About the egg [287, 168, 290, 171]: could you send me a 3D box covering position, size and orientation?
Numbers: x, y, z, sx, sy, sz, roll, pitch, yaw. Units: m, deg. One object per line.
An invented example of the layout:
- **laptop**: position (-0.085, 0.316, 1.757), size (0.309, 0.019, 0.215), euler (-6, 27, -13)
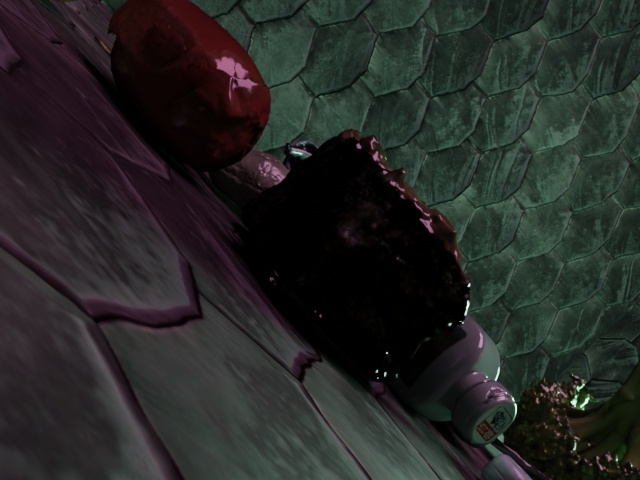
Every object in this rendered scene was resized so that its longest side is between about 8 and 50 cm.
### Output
- **egg**: position (-0.074, -0.069, 1.120), size (0.085, 0.085, 0.110), euler (45, -2, -32)

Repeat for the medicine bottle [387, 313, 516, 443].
- **medicine bottle**: position (0.129, 0.129, 0.898), size (0.083, 0.121, 0.229), euler (45, 3, -42)

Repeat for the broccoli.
- **broccoli**: position (0.420, 0.319, 1.227), size (0.249, 0.301, 0.375), euler (8, 10, -1)

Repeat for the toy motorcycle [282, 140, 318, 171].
- **toy motorcycle**: position (-0.030, -0.088, 1.404), size (0.106, 0.159, 0.270), euler (21, 12, -26)

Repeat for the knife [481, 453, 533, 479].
- **knife**: position (0.300, 0.376, 0.873), size (0.331, 0.044, 0.080), euler (50, 1, 5)

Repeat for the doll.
- **doll**: position (-0.082, -0.077, 1.019), size (0.214, 0.071, 0.103), euler (26, 12, -2)

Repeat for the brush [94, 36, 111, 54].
- **brush**: position (-0.306, -0.270, 1.335), size (0.205, 0.011, 0.083), euler (44, 4, -32)

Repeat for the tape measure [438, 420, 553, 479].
- **tape measure**: position (0.220, 0.257, 1.026), size (0.330, 0.084, 0.164), euler (53, 1, -11)

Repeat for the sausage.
- **sausage**: position (-0.158, -0.189, 0.924), size (0.279, 0.152, 0.152), euler (49, 4, 41)

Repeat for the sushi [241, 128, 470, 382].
- **sushi**: position (0.034, 0.001, 0.825), size (0.211, 0.171, 0.350), euler (48, 3, -15)
